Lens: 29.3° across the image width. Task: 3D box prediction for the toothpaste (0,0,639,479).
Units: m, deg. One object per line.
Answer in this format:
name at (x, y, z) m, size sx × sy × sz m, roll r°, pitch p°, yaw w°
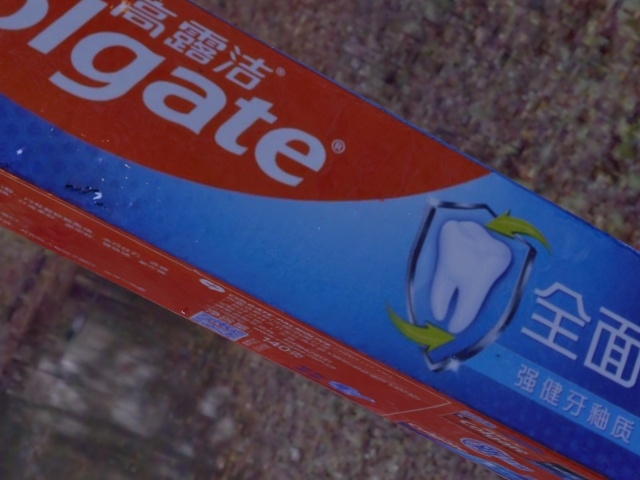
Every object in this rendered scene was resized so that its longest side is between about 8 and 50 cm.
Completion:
toothpaste at (0.001, -0.001, 0.390) m, size 0.076 × 0.320 × 0.066 m, roll -67°, pitch 15°, yaw -18°
